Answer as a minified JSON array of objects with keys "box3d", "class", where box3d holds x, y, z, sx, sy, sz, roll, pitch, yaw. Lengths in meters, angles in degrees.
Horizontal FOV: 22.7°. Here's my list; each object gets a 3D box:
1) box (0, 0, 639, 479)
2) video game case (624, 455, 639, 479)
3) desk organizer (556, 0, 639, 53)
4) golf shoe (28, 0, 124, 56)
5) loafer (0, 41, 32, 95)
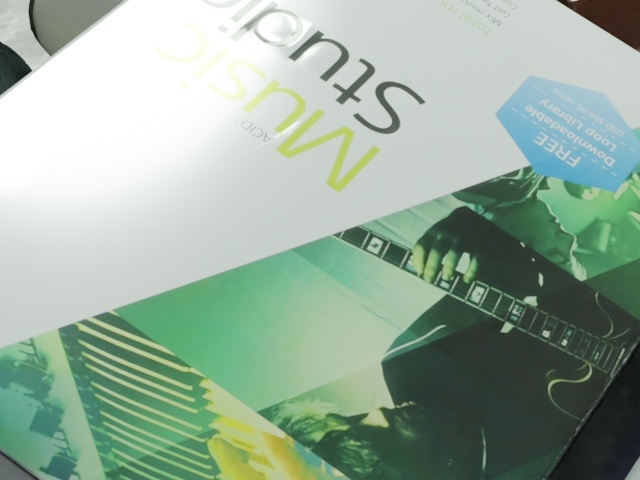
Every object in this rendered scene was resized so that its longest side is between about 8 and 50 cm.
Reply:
[{"box3d":[0.000,0.000,0.577,0.232,0.058,0.322,34,51,11],"class":"box"},{"box3d":[0.168,0.038,0.495,0.190,0.022,0.173,-45,4,-39],"class":"video game case"},{"box3d":[0.115,-0.129,0.814,0.047,0.050,0.130,-21,36,-14],"class":"desk organizer"},{"box3d":[-0.036,-0.094,0.767,0.273,0.105,0.120,6,45,24],"class":"golf shoe"},{"box3d":[-0.206,-0.094,0.862,0.061,0.062,0.170,-53,47,8],"class":"loafer"}]
